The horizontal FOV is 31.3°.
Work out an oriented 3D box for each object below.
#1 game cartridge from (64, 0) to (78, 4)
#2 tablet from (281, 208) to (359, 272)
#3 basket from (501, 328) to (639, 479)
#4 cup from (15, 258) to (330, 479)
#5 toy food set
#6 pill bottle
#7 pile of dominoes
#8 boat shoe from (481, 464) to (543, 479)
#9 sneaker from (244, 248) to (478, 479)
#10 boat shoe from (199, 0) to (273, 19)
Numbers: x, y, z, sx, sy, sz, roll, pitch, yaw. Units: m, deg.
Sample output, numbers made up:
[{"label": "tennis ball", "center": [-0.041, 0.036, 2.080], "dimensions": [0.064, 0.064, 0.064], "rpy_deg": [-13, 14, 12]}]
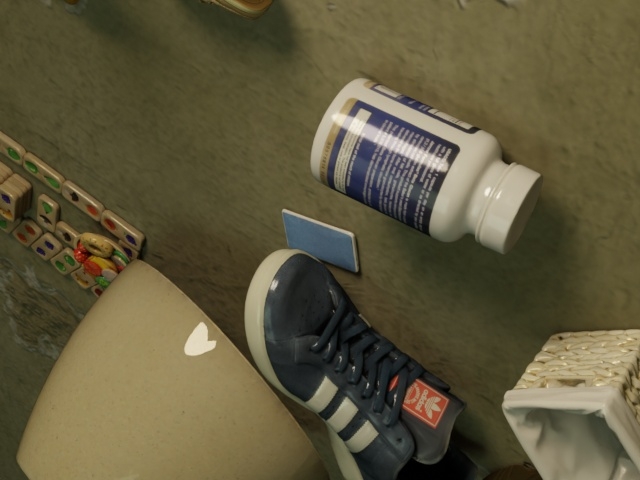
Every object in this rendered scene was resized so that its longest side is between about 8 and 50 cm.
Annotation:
[{"label": "game cartridge", "center": [-0.313, -0.327, 0.888], "dimensions": [0.285, 0.052, 0.323], "rpy_deg": [39, 172, 0]}, {"label": "tablet", "center": [0.000, 0.000, 1.122], "dimensions": [0.083, 0.006, 0.054], "rpy_deg": [20, 141, 27]}, {"label": "basket", "center": [0.253, 0.165, 0.988], "dimensions": [0.113, 0.103, 0.167], "rpy_deg": [-7, 125, 46]}, {"label": "cup", "center": [-0.187, 0.219, 1.246], "dimensions": [0.331, 0.237, 0.331], "rpy_deg": [45, 164, 17]}, {"label": "toy food set", "center": [-0.256, 0.023, 1.344], "dimensions": [0.082, 0.020, 0.083], "rpy_deg": [43, 142, -17]}, {"label": "pill bottle", "center": [0.085, -0.055, 0.906], "dimensions": [0.169, 0.094, 0.094], "rpy_deg": [27, 143, 18]}, {"label": "pile of dominoes", "center": [-0.335, -0.014, 1.385], "dimensions": [0.251, 0.040, 0.196], "rpy_deg": [35, 145, 7]}, {"label": "boat shoe", "center": [0.220, 0.262, 1.169], "dimensions": [0.153, 0.056, 0.048], "rpy_deg": [-23, 108, 44]}, {"label": "sneaker", "center": [0.057, 0.141, 1.128], "dimensions": [0.148, 0.131, 0.350], "rpy_deg": [7, 143, 40]}, {"label": "boat shoe", "center": [-0.093, -0.220, 0.933], "dimensions": [0.135, 0.050, 0.045], "rpy_deg": [41, 150, 16]}]
